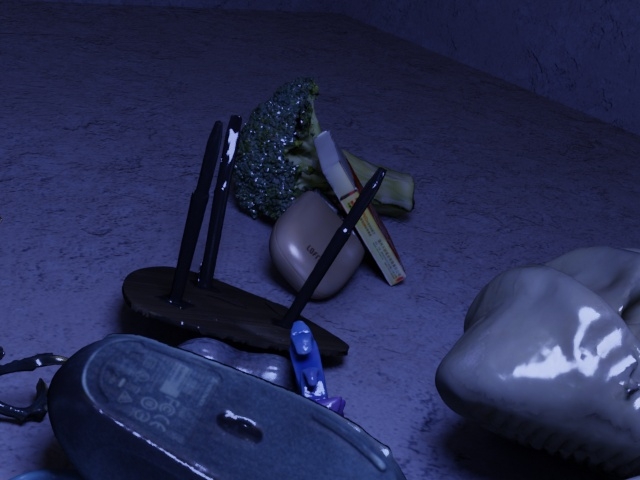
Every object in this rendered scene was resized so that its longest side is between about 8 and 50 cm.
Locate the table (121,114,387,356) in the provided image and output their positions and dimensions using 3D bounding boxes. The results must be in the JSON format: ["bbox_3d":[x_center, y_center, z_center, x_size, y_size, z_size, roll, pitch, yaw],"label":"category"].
[{"bbox_3d":[-0.102,-0.027,1.418,0.317,0.249,0.317,18,8,-3],"label":"table"}]

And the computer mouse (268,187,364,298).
[{"bbox_3d":[0.000,0.000,1.647,0.145,0.082,0.236,49,26,-5],"label":"computer mouse"}]

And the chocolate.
[{"bbox_3d":[-0.103,0.160,1.278,0.167,0.072,0.072,15,22,-3],"label":"chocolate"}]

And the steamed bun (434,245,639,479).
[{"bbox_3d":[0.338,0.136,1.220,0.367,0.255,0.342,18,-12,17],"label":"steamed bun"}]

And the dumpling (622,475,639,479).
[{"bbox_3d":[0.359,0.337,0.988,0.341,0.181,0.260,27,23,-30],"label":"dumpling"}]

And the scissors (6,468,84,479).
[{"bbox_3d":[-0.361,0.252,0.968,0.360,0.029,0.191,7,19,-10],"label":"scissors"}]

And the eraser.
[{"bbox_3d":[0.063,-0.054,1.726,0.038,0.230,0.157,-28,24,7],"label":"eraser"}]

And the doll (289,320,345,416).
[{"bbox_3d":[-0.006,0.179,1.208,0.067,0.110,0.206,-13,63,-1],"label":"doll"}]

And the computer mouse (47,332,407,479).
[{"bbox_3d":[-0.094,0.220,1.064,0.373,0.114,0.203,25,33,4],"label":"computer mouse"}]

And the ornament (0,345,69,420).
[{"bbox_3d":[-0.345,0.169,1.076,0.202,0.080,0.236,18,16,37],"label":"ornament"}]

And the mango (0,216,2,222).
[{"bbox_3d":[-0.576,-0.014,1.385,0.316,0.119,0.176,-2,28,-13],"label":"mango"}]

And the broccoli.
[{"bbox_3d":[0.014,-0.143,1.899,0.361,0.221,0.252,-1,54,-47],"label":"broccoli"}]
